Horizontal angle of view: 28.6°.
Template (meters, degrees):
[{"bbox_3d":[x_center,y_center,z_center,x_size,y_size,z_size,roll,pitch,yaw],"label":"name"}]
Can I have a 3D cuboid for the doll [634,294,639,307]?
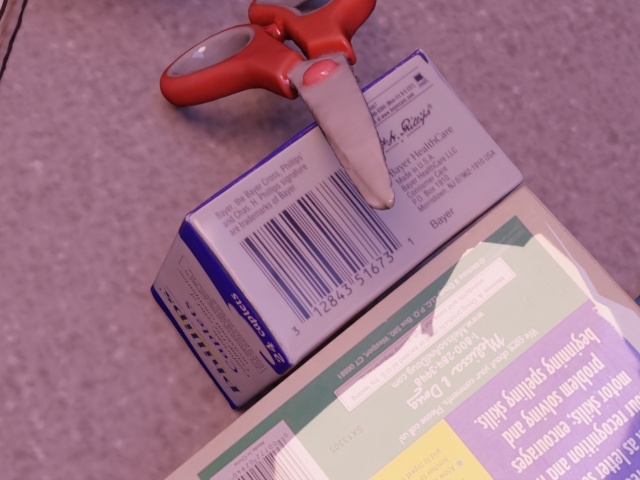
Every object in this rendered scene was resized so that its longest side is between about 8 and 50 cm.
[{"bbox_3d":[0.206,0.058,0.623,0.129,0.046,0.189,8,72,-12],"label":"doll"}]

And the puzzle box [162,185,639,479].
[{"bbox_3d":[0.008,0.209,0.441,0.409,0.052,0.272,-39,73,-3],"label":"puzzle box"}]

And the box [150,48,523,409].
[{"bbox_3d":[0.000,0.000,0.543,0.126,0.137,0.072,-37,86,-20],"label":"box"}]

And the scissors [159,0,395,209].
[{"bbox_3d":[0.006,-0.075,0.506,0.109,0.297,0.021,-34,112,-10],"label":"scissors"}]
